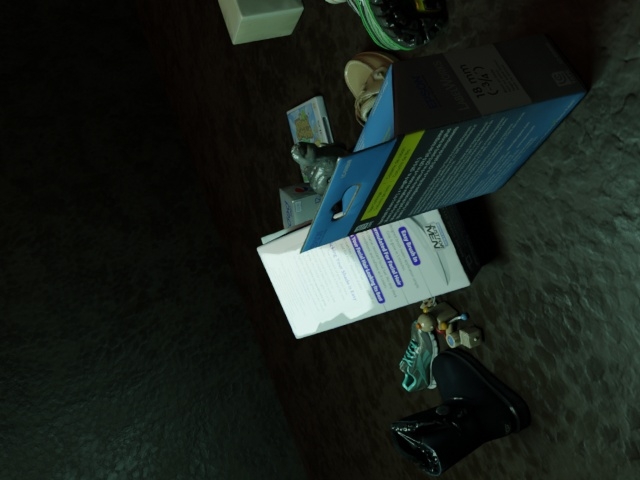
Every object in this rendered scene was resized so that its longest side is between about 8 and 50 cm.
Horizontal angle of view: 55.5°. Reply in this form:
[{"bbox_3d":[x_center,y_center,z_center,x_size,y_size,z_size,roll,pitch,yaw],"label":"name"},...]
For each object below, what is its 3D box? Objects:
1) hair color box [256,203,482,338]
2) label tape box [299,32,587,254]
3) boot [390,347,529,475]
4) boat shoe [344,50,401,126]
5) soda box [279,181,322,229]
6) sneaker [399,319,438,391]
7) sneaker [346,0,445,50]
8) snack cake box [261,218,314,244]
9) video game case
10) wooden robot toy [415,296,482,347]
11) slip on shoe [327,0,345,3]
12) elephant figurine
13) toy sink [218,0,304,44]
[{"bbox_3d":[0.078,0.028,1.045,0.339,0.110,0.185,-21,94,29],"label":"hair color box"},{"bbox_3d":[0.125,-0.121,0.777,0.105,0.334,0.240,65,158,20],"label":"label tape box"},{"bbox_3d":[0.208,0.293,1.073,0.246,0.207,0.094,-145,42,-60],"label":"boot"},{"bbox_3d":[0.109,-0.243,1.059,0.302,0.098,0.109,54,152,42],"label":"boat shoe"},{"bbox_3d":[-0.041,-0.008,1.645,0.098,0.091,0.286,-135,35,-53],"label":"soda box"},{"bbox_3d":[0.198,0.244,1.250,0.065,0.076,0.166,31,134,60],"label":"sneaker"},{"bbox_3d":[0.057,-0.447,0.933,0.343,0.134,0.146,65,166,-13],"label":"sneaker"},{"bbox_3d":[0.000,0.000,1.284,0.264,0.152,0.089,-17,-91,-73],"label":"snack cake box"},{"bbox_3d":[-0.019,-0.243,1.502,0.212,0.023,0.193,5,110,68],"label":"video game case"},{"bbox_3d":[0.217,0.159,1.129,0.173,0.079,0.076,-136,35,-54],"label":"wooden robot toy"},{"bbox_3d":[0.018,-0.583,1.035,0.101,0.123,0.331,-7,100,46],"label":"slip on shoe"},{"bbox_3d":[0.041,-0.125,1.125,0.169,0.240,0.185,34,137,59],"label":"elephant figurine"},{"bbox_3d":[-0.158,-0.595,1.401,0.234,0.153,0.131,70,160,5],"label":"toy sink"}]
